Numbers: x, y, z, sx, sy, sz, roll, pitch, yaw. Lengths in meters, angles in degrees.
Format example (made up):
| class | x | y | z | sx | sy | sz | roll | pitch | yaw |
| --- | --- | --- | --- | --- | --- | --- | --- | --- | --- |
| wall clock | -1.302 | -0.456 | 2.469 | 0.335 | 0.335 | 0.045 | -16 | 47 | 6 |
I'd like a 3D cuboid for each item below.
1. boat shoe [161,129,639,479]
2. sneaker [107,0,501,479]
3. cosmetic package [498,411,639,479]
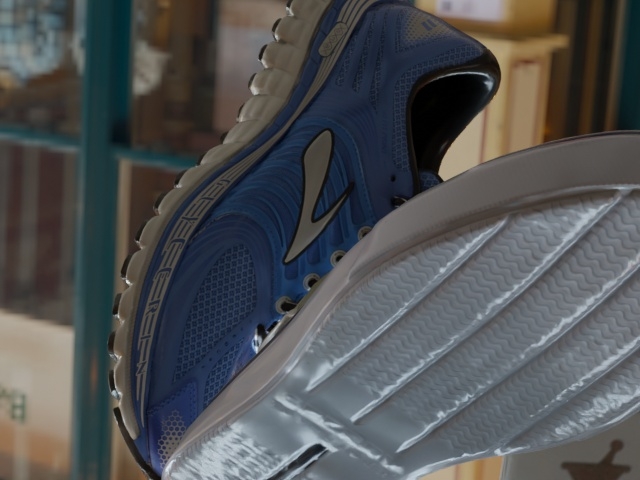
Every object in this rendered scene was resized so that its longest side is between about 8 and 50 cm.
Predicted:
| class | x | y | z | sx | sy | sz | roll | pitch | yaw |
| --- | --- | --- | --- | --- | --- | --- | --- | --- | --- |
| boat shoe | 0.039 | 0.030 | 0.631 | 0.109 | 0.302 | 0.094 | 39 | -134 | -17 |
| sneaker | 0.000 | 0.000 | 0.918 | 0.147 | 0.330 | 0.130 | 21 | 161 | 21 |
| cosmetic package | 0.263 | 0.306 | 0.788 | 0.329 | 0.327 | 0.394 | 0 | 147 | 22 |
